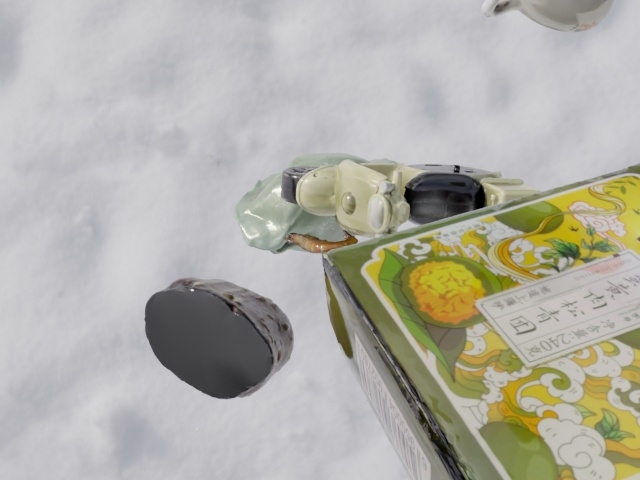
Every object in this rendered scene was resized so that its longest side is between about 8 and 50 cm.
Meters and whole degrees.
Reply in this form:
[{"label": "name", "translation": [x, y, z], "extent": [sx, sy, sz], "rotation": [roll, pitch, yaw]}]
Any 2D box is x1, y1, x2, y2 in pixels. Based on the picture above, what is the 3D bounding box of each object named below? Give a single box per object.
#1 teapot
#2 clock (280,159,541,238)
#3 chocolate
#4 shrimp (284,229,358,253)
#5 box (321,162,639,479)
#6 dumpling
[{"label": "teapot", "translation": [0.250, -0.288, 0.766], "extent": [0.226, 0.092, 0.145], "rotation": [-27, 72, -36]}, {"label": "clock", "translation": [0.141, -0.076, 1.174], "extent": [0.379, 0.276, 0.120], "rotation": [-4, 107, -17]}, {"label": "chocolate", "translation": [-0.209, 0.207, 1.617], "extent": [0.340, 0.225, 0.210], "rotation": [23, 17, 21]}, {"label": "shrimp", "translation": [0.000, 0.000, 1.135], "extent": [0.091, 0.127, 0.025], "rotation": [-21, 115, -47]}, {"label": "box", "translation": [0.252, 0.101, 0.653], "extent": [0.420, 0.138, 0.373], "rotation": [-15, 34, -12]}, {"label": "dumpling", "translation": [-0.012, -0.074, 1.481], "extent": [0.320, 0.270, 0.212], "rotation": [2, 79, -44]}]
